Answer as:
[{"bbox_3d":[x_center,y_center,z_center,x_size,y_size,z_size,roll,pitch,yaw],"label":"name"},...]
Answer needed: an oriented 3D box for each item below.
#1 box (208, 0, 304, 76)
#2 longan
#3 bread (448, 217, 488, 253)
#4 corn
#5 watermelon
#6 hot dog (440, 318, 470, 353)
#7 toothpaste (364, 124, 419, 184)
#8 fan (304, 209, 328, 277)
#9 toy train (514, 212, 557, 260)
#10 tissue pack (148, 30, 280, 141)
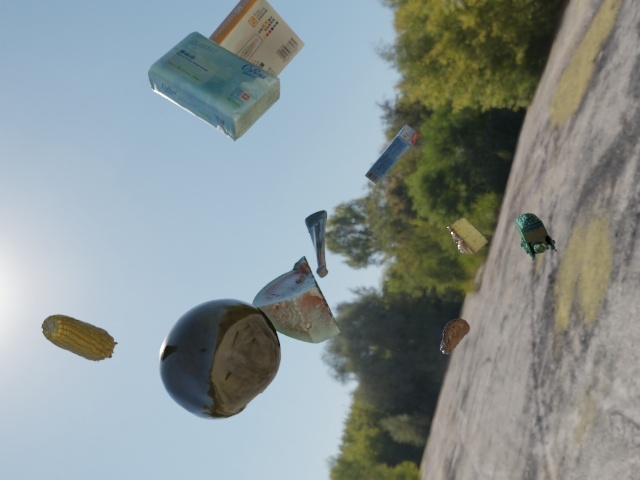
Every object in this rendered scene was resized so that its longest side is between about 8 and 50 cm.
[{"bbox_3d":[-0.210,-0.554,1.828,0.274,0.091,0.221,-47,-46,2],"label":"box"},{"bbox_3d":[-0.283,0.337,1.782,0.361,0.361,0.361,15,-90,-77],"label":"longan"},{"bbox_3d":[0.484,-0.022,2.039,0.084,0.080,0.109,-33,-75,-23],"label":"bread"},{"bbox_3d":[-0.721,0.291,1.861,0.305,0.106,0.106,57,-131,-65],"label":"corn"},{"bbox_3d":[-0.087,0.183,2.049,0.213,0.290,0.319,125,138,-55],"label":"watermelon"},{"bbox_3d":[0.461,0.333,2.175,0.147,0.065,0.099,-39,-36,-30],"label":"hot dog"},{"bbox_3d":[0.182,-0.221,1.580,0.070,0.044,0.193,-56,4,-33],"label":"toothpaste"},{"bbox_3d":[0.000,0.000,1.336,0.282,0.057,0.023,-101,-12,-63],"label":"fan"},{"bbox_3d":[0.502,-0.015,1.474,0.099,0.070,0.172,66,-166,-4],"label":"toy train"},{"bbox_3d":[-0.250,-0.372,1.475,0.177,0.263,0.089,-51,-13,-25],"label":"tissue pack"}]
